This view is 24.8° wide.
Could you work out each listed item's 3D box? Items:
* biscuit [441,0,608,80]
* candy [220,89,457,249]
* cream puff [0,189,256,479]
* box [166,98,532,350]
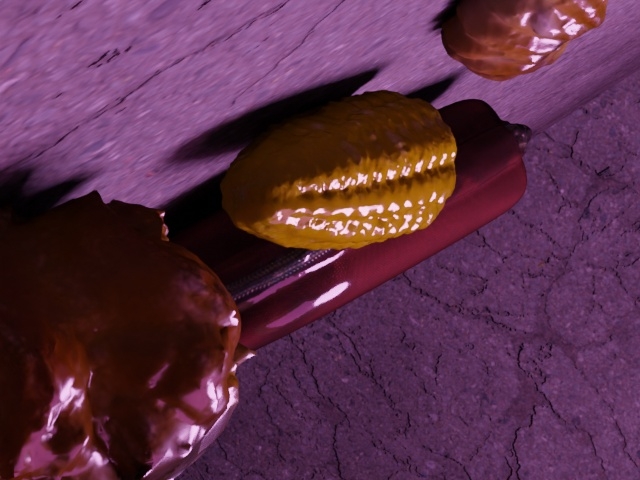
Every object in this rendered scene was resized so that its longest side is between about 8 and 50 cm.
[{"bbox_3d":[0.136,-0.143,0.921,0.118,0.061,0.183,-29,176,-13],"label":"biscuit"},{"bbox_3d":[0.006,-0.038,0.916,0.199,0.106,0.094,-20,126,-56],"label":"candy"},{"bbox_3d":[-0.147,0.072,0.740,0.269,0.155,0.241,-32,176,32],"label":"cream puff"},{"bbox_3d":[0.000,0.000,1.172,0.263,0.108,0.404,-28,179,41],"label":"box"}]
